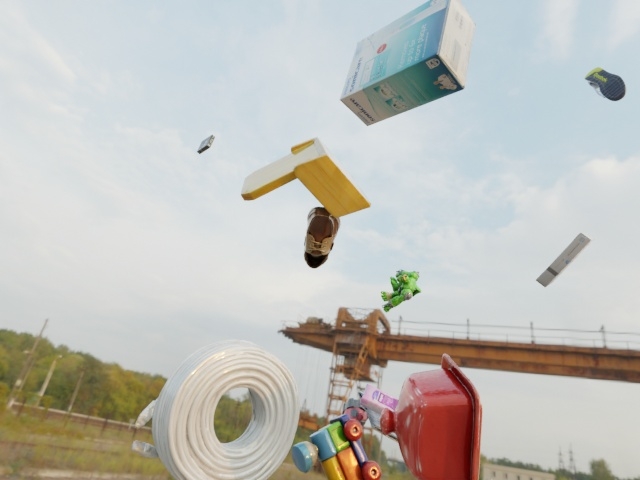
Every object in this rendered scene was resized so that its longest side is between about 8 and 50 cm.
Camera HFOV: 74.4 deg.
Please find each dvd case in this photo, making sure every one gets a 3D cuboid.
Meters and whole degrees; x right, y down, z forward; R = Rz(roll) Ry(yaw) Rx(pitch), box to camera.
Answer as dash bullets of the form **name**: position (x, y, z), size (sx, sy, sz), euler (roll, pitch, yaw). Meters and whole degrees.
- **dvd case**: position (0.221, 0.622, 1.478), size (0.164, 0.018, 0.221), euler (33, 5, -13)

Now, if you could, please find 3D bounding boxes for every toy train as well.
- **toy train**: position (0.047, 0.504, 0.862), size (0.143, 0.248, 0.105), euler (-14, -20, -33)

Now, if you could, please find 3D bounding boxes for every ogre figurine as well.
- **ogre figurine**: position (0.302, 0.174, 1.557), size (0.118, 0.197, 0.097), euler (-27, -87, 42)

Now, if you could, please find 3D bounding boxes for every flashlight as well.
- **flashlight**: position (0.119, 0.716, 1.511), size (0.103, 0.304, 0.103), euler (36, -62, -12)

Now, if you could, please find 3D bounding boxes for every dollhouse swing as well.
- **dollhouse swing**: position (-0.054, -0.172, 1.467), size (0.305, 0.347, 0.315), euler (-40, -69, 10)

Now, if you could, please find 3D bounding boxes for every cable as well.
- **cable**: position (-0.157, 0.305, 0.746), size (0.257, 0.257, 0.089), euler (43, -30, -21)

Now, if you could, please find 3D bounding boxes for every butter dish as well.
- **butter dish**: position (0.139, 0.246, 0.566), size (0.118, 0.160, 0.160), euler (3, 2, 1)

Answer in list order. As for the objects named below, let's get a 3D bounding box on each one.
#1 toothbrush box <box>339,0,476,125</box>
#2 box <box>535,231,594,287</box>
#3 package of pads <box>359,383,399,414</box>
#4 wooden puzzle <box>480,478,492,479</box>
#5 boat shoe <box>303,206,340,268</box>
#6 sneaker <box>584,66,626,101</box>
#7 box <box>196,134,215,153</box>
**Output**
- **toothbrush box**: position (0.214, -0.446, 1.063), size (0.126, 0.216, 0.295), euler (32, -26, -35)
- **box**: position (0.749, 0.057, 1.288), size (0.145, 0.038, 0.186), euler (-2, -50, -54)
- **package of pads**: position (0.137, 0.376, 0.983), size (0.083, 0.050, 0.032), euler (22, -54, 14)
- **wooden puzzle**: position (0.227, 0.365, 0.593), size (0.049, 0.083, 0.006), euler (-25, -19, 22)
- **boat shoe**: position (0.000, 0.000, 1.488), size (0.123, 0.116, 0.324), euler (9, -30, 2)
- **sneaker**: position (0.746, -0.396, 1.090), size (0.059, 0.144, 0.053), euler (34, -55, -29)
- **box**: position (-0.499, -0.418, 1.837), size (0.083, 0.067, 0.018), euler (-15, -42, 41)
